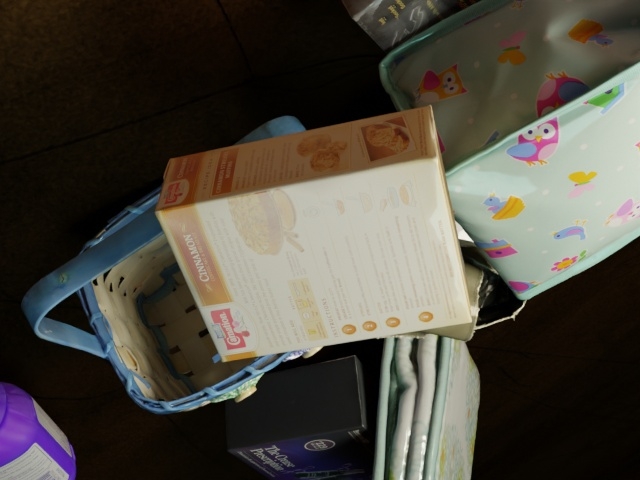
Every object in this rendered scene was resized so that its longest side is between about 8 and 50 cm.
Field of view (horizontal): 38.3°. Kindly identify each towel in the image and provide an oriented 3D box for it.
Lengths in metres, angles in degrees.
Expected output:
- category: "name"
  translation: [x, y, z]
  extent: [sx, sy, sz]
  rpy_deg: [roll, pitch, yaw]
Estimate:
- category: "towel"
  translation: [0.141, 0.289, 1.236]
  extent: [0.090, 0.375, 0.320]
  rpy_deg: [3, 155, 18]

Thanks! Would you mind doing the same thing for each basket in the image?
- category: "basket"
  translation: [-0.092, 0.024, 0.803]
  extent: [0.254, 0.201, 0.289]
  rpy_deg: [-34, 156, -1]

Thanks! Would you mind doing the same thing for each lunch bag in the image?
- category: "lunch bag"
  translation: [0.212, -0.103, 0.723]
  extent: [0.262, 0.160, 0.223]
  rpy_deg: [-30, 140, 17]

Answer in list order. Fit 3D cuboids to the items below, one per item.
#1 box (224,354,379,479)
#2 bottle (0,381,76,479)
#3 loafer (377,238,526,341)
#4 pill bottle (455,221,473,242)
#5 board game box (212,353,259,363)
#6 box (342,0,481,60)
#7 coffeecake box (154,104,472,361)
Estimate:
- category: "box"
  translation: [0.002, 0.261, 1.260]
  extent: [0.184, 0.103, 0.261]
  rpy_deg: [-15, 149, 12]
- category: "bottle"
  translation: [-0.356, 0.210, 0.986]
  extent: [0.118, 0.092, 0.283]
  rpy_deg: [-22, 147, -7]
- category: "loafer"
  translation: [0.098, 0.038, 0.793]
  extent: [0.251, 0.087, 0.094]
  rpy_deg: [-4, 108, -48]
- category: "pill bottle"
  translation: [0.214, -0.027, 1.033]
  extent: [0.186, 0.112, 0.112]
  rpy_deg: [-14, 146, -18]
- category: "board game box"
  translation: [-0.054, 0.106, 1.111]
  extent: [0.168, 0.033, 0.133]
  rpy_deg: [-24, 153, 6]
- category: "box"
  translation: [0.179, -0.210, 0.783]
  extent: [0.242, 0.077, 0.307]
  rpy_deg: [-37, 146, 16]
- category: "coffeecake box"
  translation: [0.000, 0.000, 0.638]
  extent: [0.185, 0.068, 0.142]
  rpy_deg: [-10, 127, 10]
